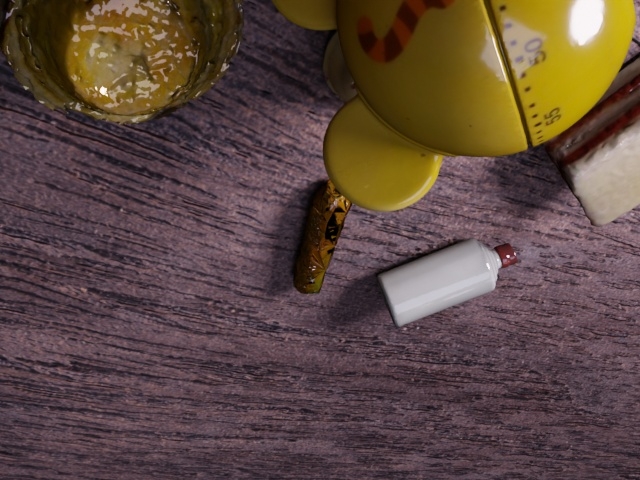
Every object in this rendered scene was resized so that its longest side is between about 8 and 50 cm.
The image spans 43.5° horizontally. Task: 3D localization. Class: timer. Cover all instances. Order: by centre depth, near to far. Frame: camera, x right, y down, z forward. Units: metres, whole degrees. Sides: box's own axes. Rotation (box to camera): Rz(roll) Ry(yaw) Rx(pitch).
[{"bbox_3d":[0.147,-0.255,0.936,0.386,0.376,0.376,-19,138,17],"label":"timer"}]

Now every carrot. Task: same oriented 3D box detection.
[{"bbox_3d":[0.000,0.001,1.304,0.068,0.069,0.229,-1,134,-20],"label":"carrot"}]

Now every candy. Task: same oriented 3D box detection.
[{"bbox_3d":[0.522,-0.183,1.276,0.320,0.135,0.179,-36,135,17],"label":"candy"}]

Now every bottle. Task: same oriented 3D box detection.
[{"bbox_3d":[0.229,0.065,1.422,0.245,0.104,0.104,-22,136,0],"label":"bottle"}]

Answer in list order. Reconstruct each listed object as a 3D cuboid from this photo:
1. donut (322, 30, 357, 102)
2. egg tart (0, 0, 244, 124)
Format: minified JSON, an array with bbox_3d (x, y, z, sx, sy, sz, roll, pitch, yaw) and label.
[{"bbox_3d":[0.072,-0.224,1.111,0.166,0.065,0.108,17,125,-33],"label":"donut"},{"bbox_3d":[-0.229,-0.241,0.946,0.294,0.116,0.295,-11,137,-11],"label":"egg tart"}]
